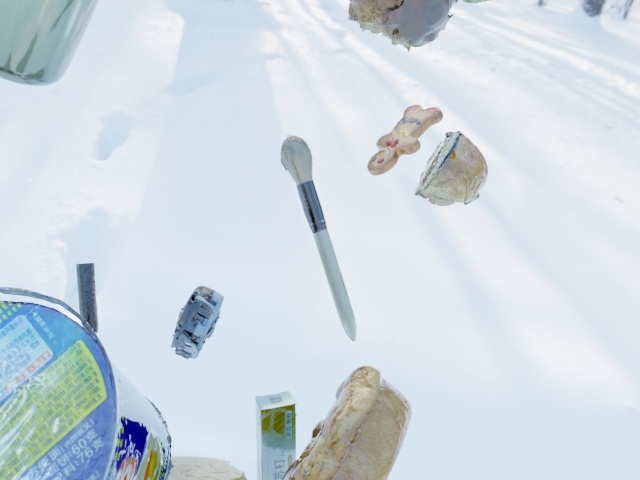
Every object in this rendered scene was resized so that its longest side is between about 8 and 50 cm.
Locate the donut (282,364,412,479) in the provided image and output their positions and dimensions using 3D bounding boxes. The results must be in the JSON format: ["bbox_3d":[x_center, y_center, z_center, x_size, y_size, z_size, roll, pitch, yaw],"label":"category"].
[{"bbox_3d":[0.051,0.404,1.110,0.150,0.317,0.299,34,-12,4],"label":"donut"}]

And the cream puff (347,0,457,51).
[{"bbox_3d":[0.148,-0.453,1.005,0.241,0.269,0.155,-44,59,-8],"label":"cream puff"}]

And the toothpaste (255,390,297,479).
[{"bbox_3d":[-0.097,0.491,1.245,0.089,0.312,0.071,-4,13,-20],"label":"toothpaste"}]

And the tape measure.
[{"bbox_3d":[-0.170,0.110,0.788,0.054,0.091,0.094,25,61,-4],"label":"tape measure"}]

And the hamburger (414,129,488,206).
[{"bbox_3d":[0.222,-0.108,0.893,0.102,0.087,0.176,31,38,0],"label":"hamburger"}]

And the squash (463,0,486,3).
[{"bbox_3d":[0.276,-0.569,0.802,0.263,0.384,0.263,-19,25,9],"label":"squash"}]

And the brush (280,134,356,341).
[{"bbox_3d":[0.000,0.000,0.785,0.042,0.299,0.039,-18,5,-32],"label":"brush"}]

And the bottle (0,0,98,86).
[{"bbox_3d":[-0.303,-0.356,0.624,0.169,0.347,0.168,31,20,-13],"label":"bottle"}]

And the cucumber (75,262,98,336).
[{"bbox_3d":[-0.411,0.106,1.004,0.032,0.133,0.032,-5,-1,0],"label":"cucumber"}]

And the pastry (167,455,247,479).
[{"bbox_3d":[-0.261,0.518,1.125,0.265,0.133,0.265,5,-7,1],"label":"pastry"}]

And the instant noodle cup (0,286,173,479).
[{"bbox_3d":[-0.298,0.233,0.621,0.284,0.312,0.284,-1,66,2],"label":"instant noodle cup"}]

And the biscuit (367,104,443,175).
[{"bbox_3d":[0.212,-0.272,1.512,0.250,0.036,0.165,-48,32,-10],"label":"biscuit"}]
